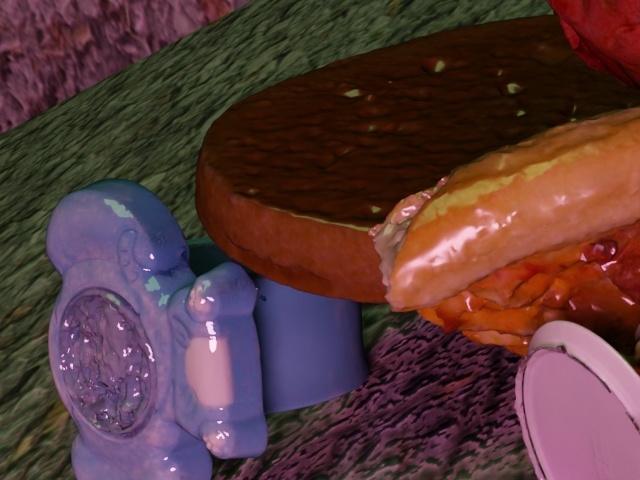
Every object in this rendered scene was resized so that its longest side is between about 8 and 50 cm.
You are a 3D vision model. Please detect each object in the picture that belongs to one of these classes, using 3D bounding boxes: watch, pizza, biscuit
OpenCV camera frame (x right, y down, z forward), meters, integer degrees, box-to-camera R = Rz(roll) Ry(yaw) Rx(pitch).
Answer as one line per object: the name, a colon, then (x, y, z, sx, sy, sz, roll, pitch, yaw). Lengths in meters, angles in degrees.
watch: (-0.057, 0.056, 1.220, 0.211, 0.211, 0.193, -15, 1, 44)
pizza: (0.170, 0.017, 0.931, 0.335, 0.086, 0.226, -6, -36, -24)
biscuit: (0.126, -0.044, 1.157, 0.394, 0.070, 0.350, -16, 26, -27)

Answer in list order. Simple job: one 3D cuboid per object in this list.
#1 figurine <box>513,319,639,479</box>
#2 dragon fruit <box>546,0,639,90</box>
figurine: (0.178, 0.068, 0.832, 0.153, 0.132, 0.132, -24, 13, -19)
dragon fruit: (0.220, -0.167, 0.970, 0.244, 0.299, 0.244, -15, 40, 13)
